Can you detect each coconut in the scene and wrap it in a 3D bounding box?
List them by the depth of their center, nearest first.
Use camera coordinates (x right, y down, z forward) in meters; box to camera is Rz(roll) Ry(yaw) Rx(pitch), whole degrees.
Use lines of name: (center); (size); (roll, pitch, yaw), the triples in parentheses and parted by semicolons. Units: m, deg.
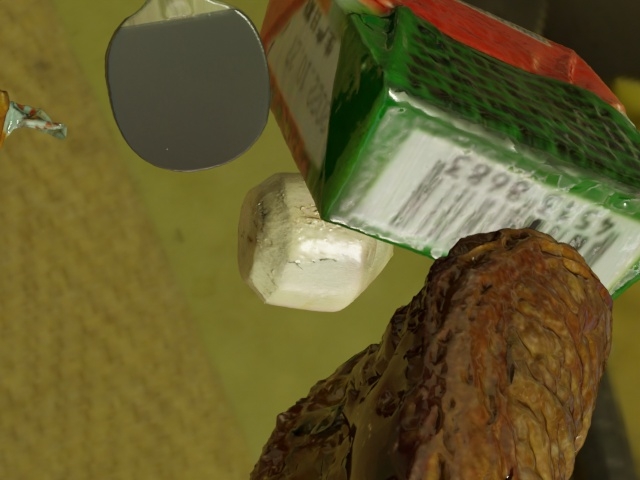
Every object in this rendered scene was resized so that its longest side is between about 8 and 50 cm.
coconut: (0.000, 0.000, 1.937); (0.183, 0.171, 0.171); (3, 71, -15)

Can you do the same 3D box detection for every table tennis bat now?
table tennis bat: (-0.117, -0.168, 1.414); (0.022, 0.138, 0.246); (-106, -173, -60)

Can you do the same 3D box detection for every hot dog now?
hot dog: (0.069, 0.143, 1.085); (0.174, 0.267, 0.387); (35, 36, -5)

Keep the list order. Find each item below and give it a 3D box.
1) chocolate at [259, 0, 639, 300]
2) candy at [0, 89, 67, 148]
chocolate: (0.129, -0.108, 1.566); (0.360, 0.161, 0.341); (20, 24, -26)
candy: (-0.245, -0.084, 1.133); (0.182, 0.046, 0.053); (-1, 46, -43)
